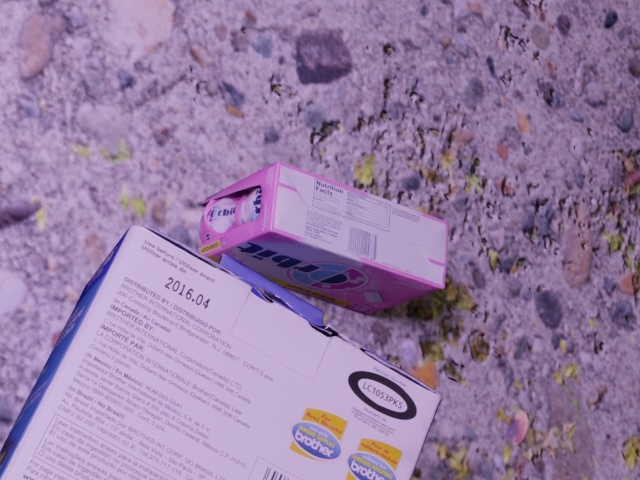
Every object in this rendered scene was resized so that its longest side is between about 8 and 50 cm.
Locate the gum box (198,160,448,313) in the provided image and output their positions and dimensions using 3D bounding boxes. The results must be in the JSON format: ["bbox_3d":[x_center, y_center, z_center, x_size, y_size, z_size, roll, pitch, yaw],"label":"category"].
[{"bbox_3d":[0.000,0.000,1.284,0.188,0.107,0.062,19,65,-32],"label":"gum box"}]

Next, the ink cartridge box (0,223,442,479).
[{"bbox_3d":[-0.090,0.177,1.104,0.270,0.151,0.396,30,61,-11],"label":"ink cartridge box"}]
